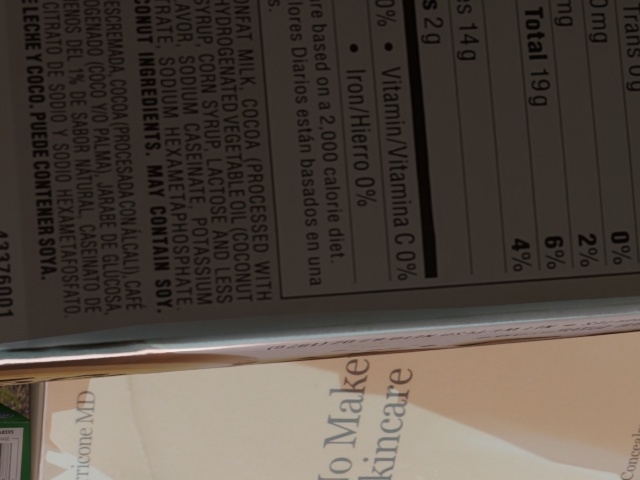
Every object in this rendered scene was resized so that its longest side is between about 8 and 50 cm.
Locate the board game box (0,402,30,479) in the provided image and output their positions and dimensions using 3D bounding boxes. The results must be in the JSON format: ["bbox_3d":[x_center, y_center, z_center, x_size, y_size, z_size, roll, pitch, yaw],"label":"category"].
[{"bbox_3d":[-0.335,0.098,0.933,0.317,0.046,0.213,2,-175,-27],"label":"board game box"}]

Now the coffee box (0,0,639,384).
[{"bbox_3d":[-0.026,-0.029,0.429,0.297,0.118,0.168,-4,175,-14],"label":"coffee box"}]

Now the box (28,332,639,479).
[{"bbox_3d":[0.022,0.039,0.833,0.311,0.148,0.121,0,-148,-11],"label":"box"}]
